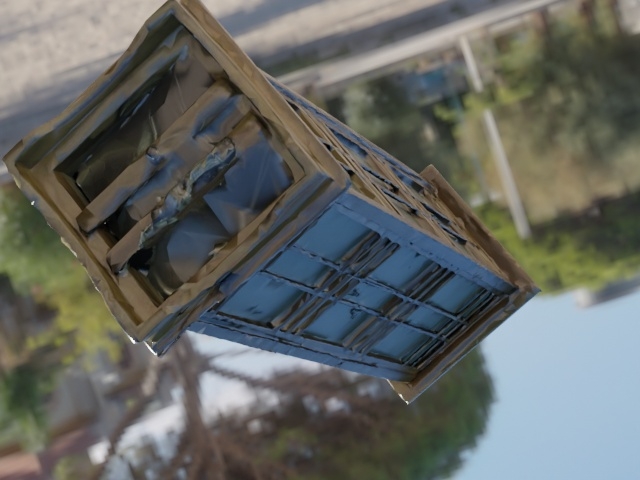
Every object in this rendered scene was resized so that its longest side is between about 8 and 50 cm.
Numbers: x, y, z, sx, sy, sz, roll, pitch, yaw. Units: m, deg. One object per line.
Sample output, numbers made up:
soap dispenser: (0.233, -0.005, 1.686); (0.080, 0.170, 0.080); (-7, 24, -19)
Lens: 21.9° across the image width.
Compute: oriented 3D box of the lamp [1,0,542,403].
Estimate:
lamp: (0.000, 0.000, 0.669); (0.089, 0.090, 0.325); (-42, 161, 9)
